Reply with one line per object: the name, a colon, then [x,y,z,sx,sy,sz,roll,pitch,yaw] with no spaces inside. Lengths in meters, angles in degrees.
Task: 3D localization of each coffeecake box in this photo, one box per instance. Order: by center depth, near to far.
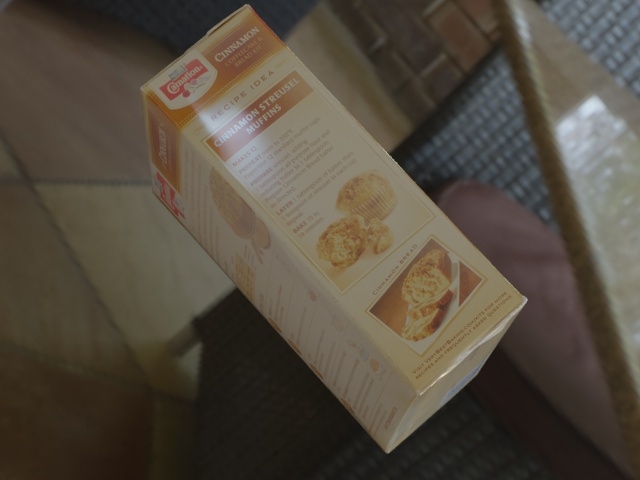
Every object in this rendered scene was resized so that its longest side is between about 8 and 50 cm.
coffeecake box: [0.000,0.000,0.769,0.185,0.068,0.142,47,-14,11]
